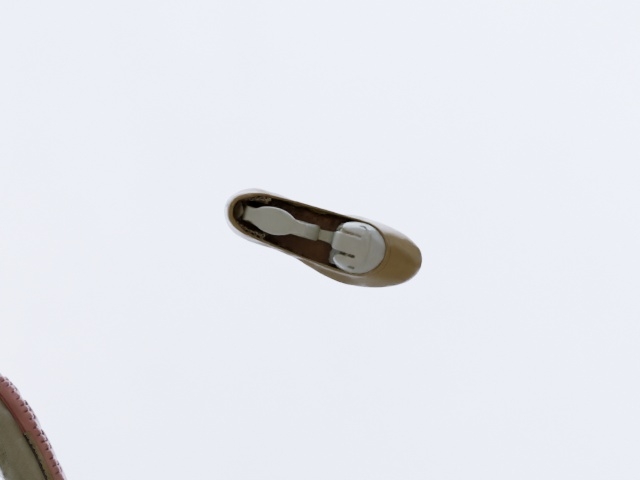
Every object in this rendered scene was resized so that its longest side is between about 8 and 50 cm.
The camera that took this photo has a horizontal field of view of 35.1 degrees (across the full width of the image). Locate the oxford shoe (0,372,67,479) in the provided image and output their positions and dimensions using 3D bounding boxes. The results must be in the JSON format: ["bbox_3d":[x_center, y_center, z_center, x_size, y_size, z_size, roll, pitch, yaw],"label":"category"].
[{"bbox_3d":[-0.440,0.200,1.192,0.397,0.146,0.140,44,-27,17],"label":"oxford shoe"}]

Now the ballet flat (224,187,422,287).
[{"bbox_3d":[0.000,0.000,1.124,0.232,0.073,0.080,15,-92,4],"label":"ballet flat"}]
